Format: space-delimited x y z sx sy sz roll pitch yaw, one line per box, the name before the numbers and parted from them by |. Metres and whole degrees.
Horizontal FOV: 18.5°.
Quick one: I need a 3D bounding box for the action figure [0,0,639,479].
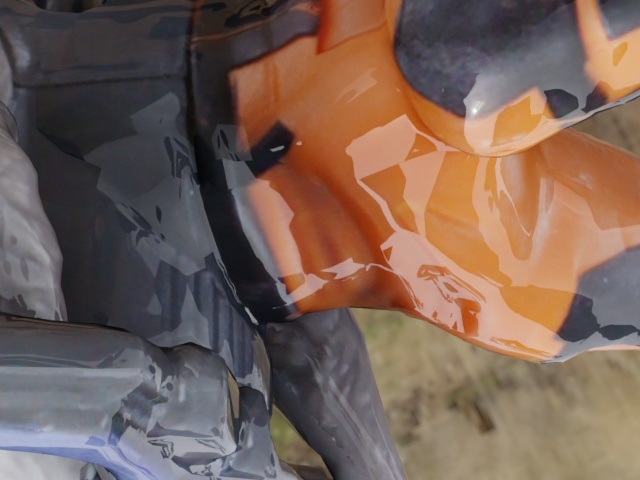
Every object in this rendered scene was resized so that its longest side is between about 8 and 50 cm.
action figure | 0.000 0.000 0.470 0.330 0.178 0.341 -15 157 1
